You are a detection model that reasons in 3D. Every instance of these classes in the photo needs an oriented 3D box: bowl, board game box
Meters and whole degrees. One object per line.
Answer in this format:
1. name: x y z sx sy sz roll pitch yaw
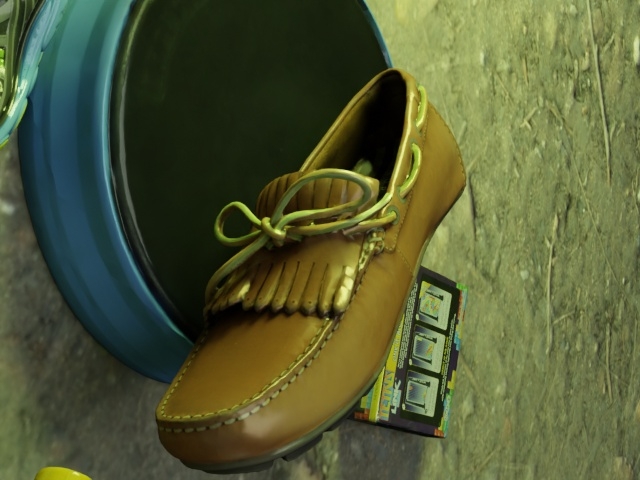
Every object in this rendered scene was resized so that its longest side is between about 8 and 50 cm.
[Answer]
1. bowl: -0.055 -0.072 0.727 0.391 0.077 0.392 0 90 -52
2. board game box: 0.092 0.114 0.937 0.141 0.048 0.170 25 71 -47

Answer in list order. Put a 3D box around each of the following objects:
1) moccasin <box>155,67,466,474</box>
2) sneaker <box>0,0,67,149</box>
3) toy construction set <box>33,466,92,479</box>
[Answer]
1. moccasin: 0.003 0.000 0.626 0.380 0.139 0.147 -51 127 -39
2. sneaker: -0.214 -0.111 0.546 0.078 0.067 0.188 23 72 -27
3. toy construction set: -0.199 0.165 0.457 0.309 0.257 0.237 94 -1 -49
